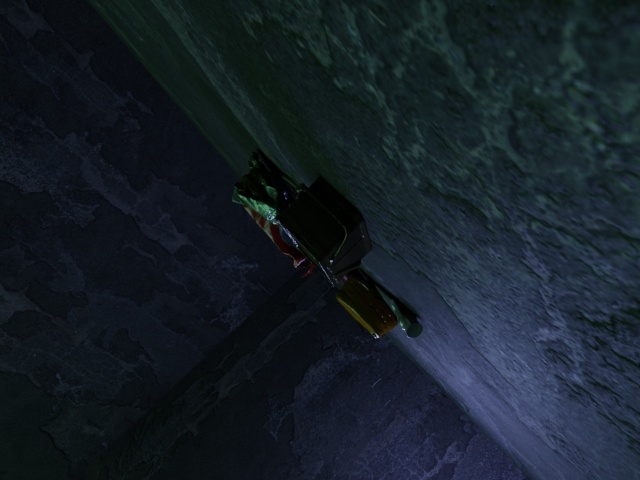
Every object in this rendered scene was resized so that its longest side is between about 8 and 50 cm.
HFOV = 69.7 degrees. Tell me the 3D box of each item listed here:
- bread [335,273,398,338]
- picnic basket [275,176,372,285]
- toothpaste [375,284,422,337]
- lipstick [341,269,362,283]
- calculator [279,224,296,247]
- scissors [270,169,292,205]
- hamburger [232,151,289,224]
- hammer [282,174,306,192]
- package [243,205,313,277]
[{"bbox_3d":[0.181,0.248,1.752,0.270,0.142,0.195,47,173,-16],"label":"bread"},{"bbox_3d":[0.016,-0.014,1.111,0.165,0.139,0.267,45,174,21],"label":"picnic basket"},{"bbox_3d":[0.258,0.231,1.549,0.096,0.061,0.266,48,-178,-28],"label":"toothpaste"},{"bbox_3d":[0.103,0.127,1.833,0.241,0.080,0.080,51,174,-32],"label":"lipstick"},{"bbox_3d":[-0.060,-0.019,1.549,0.177,0.040,0.268,26,160,4],"label":"calculator"},{"bbox_3d":[-0.090,-0.085,1.707,0.383,0.029,0.256,59,173,-9],"label":"scissors"},{"bbox_3d":[-0.218,-0.158,1.589,0.260,0.150,0.276,48,164,37],"label":"hamburger"},{"bbox_3d":[-0.074,-0.166,1.389,0.060,0.028,0.195,43,-179,-32],"label":"hammer"},{"bbox_3d":[-0.137,-0.053,1.861,0.423,0.123,0.196,52,-160,-9],"label":"package"}]
